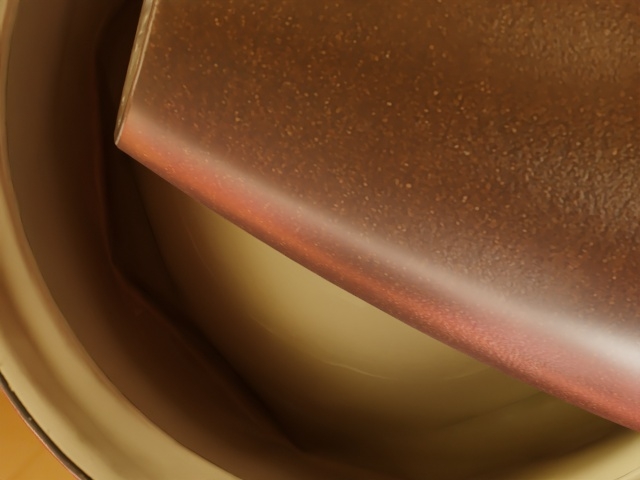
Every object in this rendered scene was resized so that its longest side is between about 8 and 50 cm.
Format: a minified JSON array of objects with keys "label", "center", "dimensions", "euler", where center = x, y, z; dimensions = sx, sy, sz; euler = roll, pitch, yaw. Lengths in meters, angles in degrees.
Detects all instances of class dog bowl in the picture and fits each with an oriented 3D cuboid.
[{"label":"dog bowl","center":[0.044,-0.054,0.674],"dimensions":[0.408,0.150,0.408],"euler":[0,-92,5]}]

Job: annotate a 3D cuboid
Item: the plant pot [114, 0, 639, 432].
[{"label":"plant pot","center":[0.059,-0.052,0.485],"dimensions":[0.230,0.215,0.215],"euler":[13,-66,-9]}]
